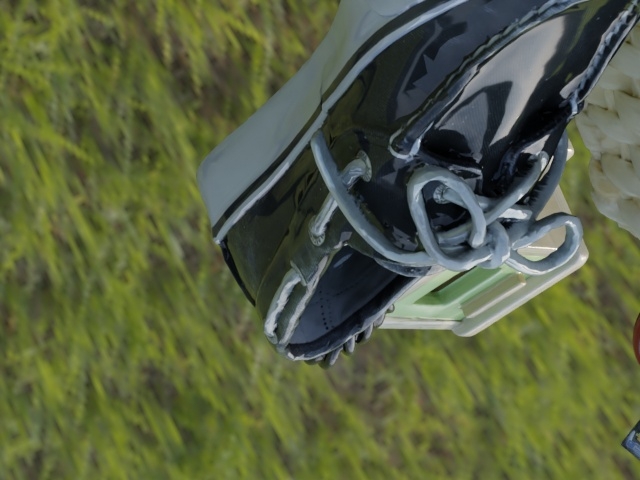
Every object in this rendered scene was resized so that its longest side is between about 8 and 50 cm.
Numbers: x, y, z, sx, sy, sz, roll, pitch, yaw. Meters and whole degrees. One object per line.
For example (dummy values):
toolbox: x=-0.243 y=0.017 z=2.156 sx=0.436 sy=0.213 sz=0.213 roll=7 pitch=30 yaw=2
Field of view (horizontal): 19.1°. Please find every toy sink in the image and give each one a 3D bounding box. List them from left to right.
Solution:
toy sink: x=0.126 y=-0.005 z=1.646 sx=0.153 sy=0.131 sz=0.234 roll=-34 pitch=157 yaw=32

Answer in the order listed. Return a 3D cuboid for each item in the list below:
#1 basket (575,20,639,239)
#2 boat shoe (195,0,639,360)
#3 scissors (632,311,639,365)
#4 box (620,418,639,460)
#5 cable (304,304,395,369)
basket: x=0.264 y=-0.133 z=0.764 sx=0.266 sy=0.331 sz=0.328 roll=-24 pitch=116 yaw=-12
boat shoe: x=0.042 y=-0.033 z=0.704 sx=0.113 sy=0.105 sz=0.306 roll=-8 pitch=162 yaw=-34
scissors: x=0.190 y=-0.022 z=0.972 sx=0.021 sy=0.109 sz=0.297 roll=-46 pitch=131 yaw=-36
box: x=0.353 y=0.193 z=1.728 sx=0.027 sy=0.137 sz=0.094 roll=-27 pitch=153 yaw=-58
cable: x=0.000 y=0.000 z=1.114 sx=0.047 sy=0.184 sz=0.150 roll=9 pitch=111 yaw=-22
